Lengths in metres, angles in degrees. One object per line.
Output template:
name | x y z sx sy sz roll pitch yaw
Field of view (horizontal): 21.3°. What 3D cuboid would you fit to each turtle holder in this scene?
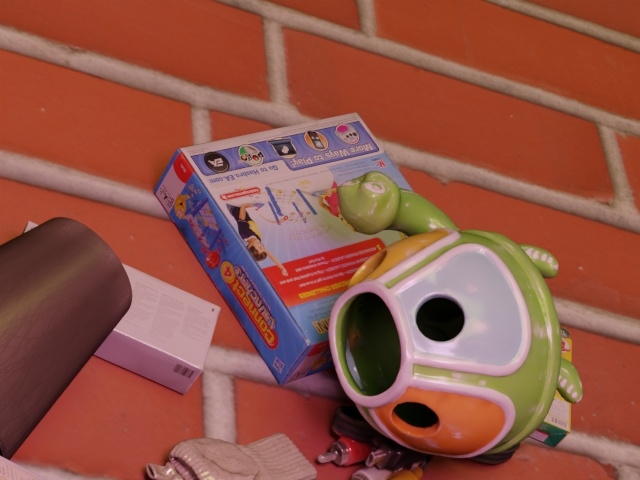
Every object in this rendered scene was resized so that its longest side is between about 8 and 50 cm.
turtle holder | 0.132 0.081 1.896 0.227 0.243 0.320 2 88 -41

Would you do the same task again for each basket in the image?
basket | -0.312 0.088 1.726 0.204 0.154 0.227 52 54 -8

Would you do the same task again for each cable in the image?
cable | 0.111 0.244 2.003 0.139 0.072 0.287 40 26 30

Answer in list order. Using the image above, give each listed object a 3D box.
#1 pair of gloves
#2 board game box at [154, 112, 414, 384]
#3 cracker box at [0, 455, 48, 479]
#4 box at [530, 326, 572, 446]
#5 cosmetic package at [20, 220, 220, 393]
pair of gloves | -0.056 0.285 1.796 0.204 0.042 0.240 -3 37 -38
board game box | 0.000 0.000 2.108 0.308 0.086 0.302 -14 62 -41
cracker box | -0.264 0.254 1.445 0.232 0.067 0.156 33 12 -23
box | 0.266 0.166 2.167 0.105 0.043 0.179 24 45 -13
cosmetic package | -0.238 0.076 1.897 0.239 0.060 0.099 25 46 -11
